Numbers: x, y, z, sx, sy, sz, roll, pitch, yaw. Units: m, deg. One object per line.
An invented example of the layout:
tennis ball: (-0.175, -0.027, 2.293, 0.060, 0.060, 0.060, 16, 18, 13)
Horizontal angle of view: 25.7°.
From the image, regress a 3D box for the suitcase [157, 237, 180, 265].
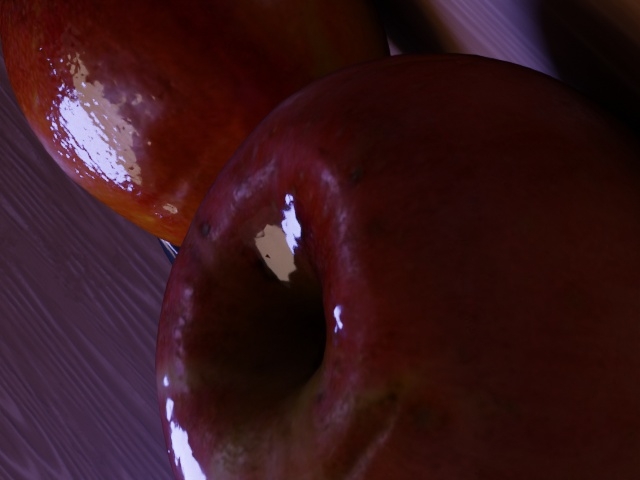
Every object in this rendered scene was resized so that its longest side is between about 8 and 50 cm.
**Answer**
suitcase: (0.000, 0.000, 1.630, 0.345, 0.339, 0.188, 49, 174, -12)

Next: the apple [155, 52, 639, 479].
apple: (0.088, 0.075, 0.863, 0.364, 0.364, 0.364, 49, 179, 2)

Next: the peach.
peach: (-0.096, -0.151, 1.212, 0.372, 0.372, 0.290, 49, -152, -26)
